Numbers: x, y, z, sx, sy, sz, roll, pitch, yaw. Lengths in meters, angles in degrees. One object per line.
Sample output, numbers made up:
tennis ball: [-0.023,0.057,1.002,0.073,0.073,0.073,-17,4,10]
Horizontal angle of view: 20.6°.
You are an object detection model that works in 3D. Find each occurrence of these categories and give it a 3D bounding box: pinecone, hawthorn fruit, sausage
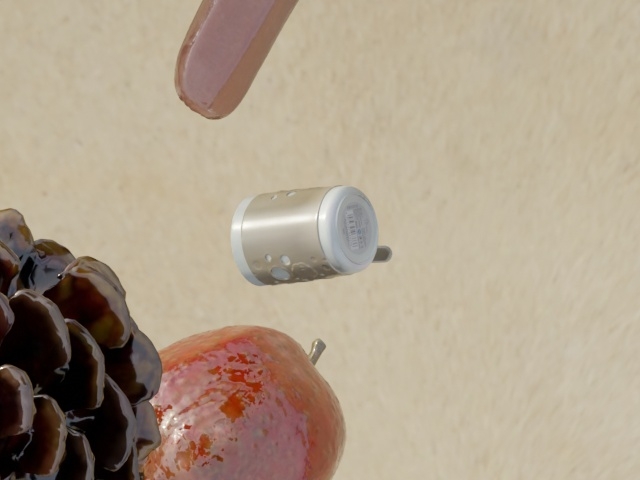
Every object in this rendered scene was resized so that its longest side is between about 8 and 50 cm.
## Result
pinecone: [-0.213,0.098,0.932,0.246,0.292,0.246,0,91,6]
hawthorn fruit: [-0.070,0.163,1.514,0.253,0.205,0.205,-32,75,-38]
sausage: [-0.013,-0.113,0.663,0.035,0.030,0.147,28,97,-4]

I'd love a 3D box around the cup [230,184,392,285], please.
cup: [-0.003,0.005,1.385,0.099,0.102,0.074,-7,45,37]
